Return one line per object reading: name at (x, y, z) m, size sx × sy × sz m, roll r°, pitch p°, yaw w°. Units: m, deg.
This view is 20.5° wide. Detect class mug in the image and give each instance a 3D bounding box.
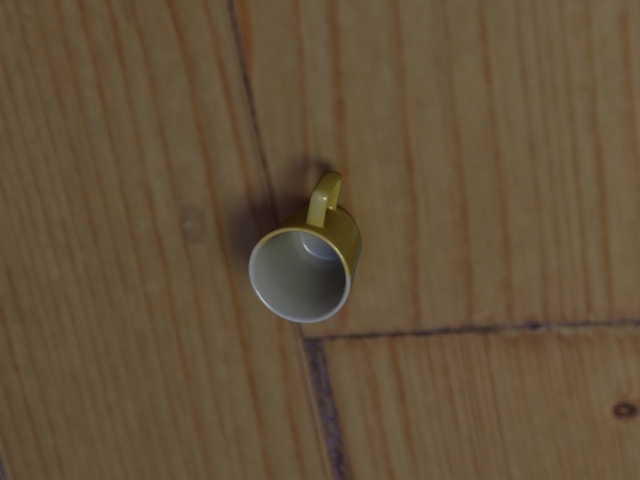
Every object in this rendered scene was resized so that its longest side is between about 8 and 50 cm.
mug at (0.001, 0.004, 1.059) m, size 0.062 × 0.064 × 0.078 m, roll 45°, pitch 119°, yaw -6°
